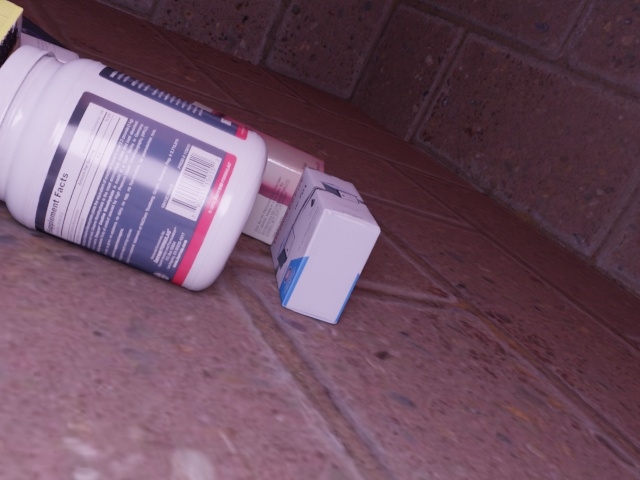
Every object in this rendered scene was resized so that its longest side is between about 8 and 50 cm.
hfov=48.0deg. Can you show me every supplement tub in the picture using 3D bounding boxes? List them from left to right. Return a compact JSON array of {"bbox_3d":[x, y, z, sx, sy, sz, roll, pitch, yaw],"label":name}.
[{"bbox_3d":[-0.212,-0.076,0.777,0.272,0.191,0.191,23,17,-12],"label":"supplement tub"}]

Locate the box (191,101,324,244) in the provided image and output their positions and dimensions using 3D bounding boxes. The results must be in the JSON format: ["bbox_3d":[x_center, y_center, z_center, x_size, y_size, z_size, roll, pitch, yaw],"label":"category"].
[{"bbox_3d":[-0.122,-0.101,1.098,0.233,0.126,0.148,24,17,-8],"label":"box"}]

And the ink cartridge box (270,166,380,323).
[{"bbox_3d":[0.000,0.000,0.953,0.082,0.139,0.190,19,17,-17],"label":"ink cartridge box"}]

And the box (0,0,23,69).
[{"bbox_3d":[-0.367,-0.136,0.694,0.058,0.087,0.232,24,57,-11],"label":"box"}]

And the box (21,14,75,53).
[{"bbox_3d":[-0.493,-0.263,1.004,0.270,0.143,0.165,37,18,34],"label":"box"}]

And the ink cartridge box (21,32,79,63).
[{"bbox_3d":[-0.412,-0.178,0.844,0.218,0.158,0.092,16,17,-31],"label":"ink cartridge box"}]
